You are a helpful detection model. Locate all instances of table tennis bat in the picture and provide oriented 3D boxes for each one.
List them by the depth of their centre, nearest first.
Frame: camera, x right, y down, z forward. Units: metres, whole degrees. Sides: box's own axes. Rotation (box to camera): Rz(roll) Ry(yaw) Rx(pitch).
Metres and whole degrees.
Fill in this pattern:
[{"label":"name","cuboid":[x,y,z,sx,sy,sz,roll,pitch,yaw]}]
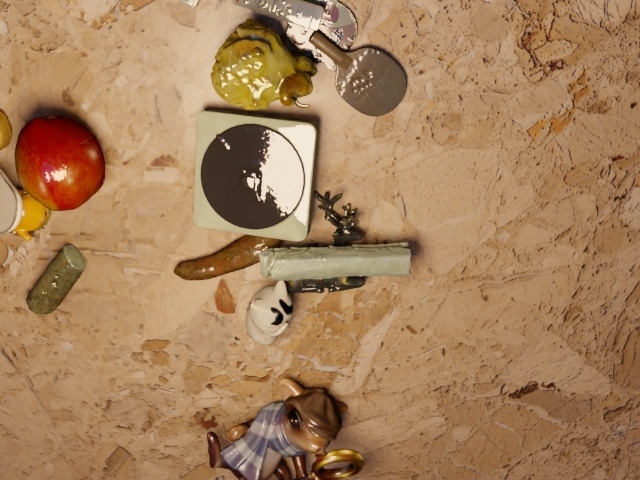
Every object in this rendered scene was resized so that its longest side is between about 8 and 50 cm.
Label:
[{"label":"table tennis bat","cuboid":[0.074,-0.352,1.456,0.234,0.022,0.131,35,113,-20]}]

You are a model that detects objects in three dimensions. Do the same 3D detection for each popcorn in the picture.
[{"label":"popcorn","cuboid":[-0.117,-0.328,1.401,0.195,0.173,0.168,33,98,-19]}]

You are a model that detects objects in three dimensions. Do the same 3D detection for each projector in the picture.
[{"label":"projector","cuboid":[-0.139,-0.142,1.515,0.257,0.079,0.259,8,109,7]}]

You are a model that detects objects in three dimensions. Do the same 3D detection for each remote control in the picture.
[{"label":"remote control","cuboid":[-0.084,-0.469,1.401,0.184,0.027,0.050,18,114,1]}]

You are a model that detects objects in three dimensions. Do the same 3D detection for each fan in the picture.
[{"label":"fan","cuboid":[0.014,-0.462,1.416,0.152,0.008,0.226,18,114,-7]}]

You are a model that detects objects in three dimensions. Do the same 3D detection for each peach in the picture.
[{"label":"peach","cuboid":[-0.544,-0.170,1.463,0.197,0.197,0.197,0,115,0]}]

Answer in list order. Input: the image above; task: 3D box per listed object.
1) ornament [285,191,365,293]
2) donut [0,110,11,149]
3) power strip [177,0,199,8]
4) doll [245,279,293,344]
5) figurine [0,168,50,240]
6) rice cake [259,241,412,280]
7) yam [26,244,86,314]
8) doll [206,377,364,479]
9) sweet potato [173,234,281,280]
[{"label":"ornament","cuboid":[0.000,0.000,1.593,0.202,0.080,0.236,-3,117,-1]},{"label":"donut","cuboid":[-0.714,-0.236,1.497,0.097,0.043,0.108,-18,117,9]},{"label":"power strip","cuboid":[-0.281,-0.491,1.400,0.083,0.017,0.027,22,112,-10]},{"label":"doll","cuboid":[-0.117,0.170,1.623,0.107,0.110,0.180,42,154,5]},{"label":"figurine","cuboid":[-0.697,-0.092,1.561,0.250,0.141,0.166,31,107,26]},{"label":"rice cake","cuboid":[0.035,0.047,1.540,0.336,0.063,0.066,-2,121,-7]},{"label":"yam","cuboid":[-0.615,0.095,1.643,0.078,0.078,0.179,36,107,-15]},{"label":"doll","cuboid":[-0.088,0.516,1.757,0.340,0.209,0.318,-42,111,15]},{"label":"sweet potato","cuboid":[-0.210,0.040,1.618,0.273,0.075,0.075,-21,113,14]}]
